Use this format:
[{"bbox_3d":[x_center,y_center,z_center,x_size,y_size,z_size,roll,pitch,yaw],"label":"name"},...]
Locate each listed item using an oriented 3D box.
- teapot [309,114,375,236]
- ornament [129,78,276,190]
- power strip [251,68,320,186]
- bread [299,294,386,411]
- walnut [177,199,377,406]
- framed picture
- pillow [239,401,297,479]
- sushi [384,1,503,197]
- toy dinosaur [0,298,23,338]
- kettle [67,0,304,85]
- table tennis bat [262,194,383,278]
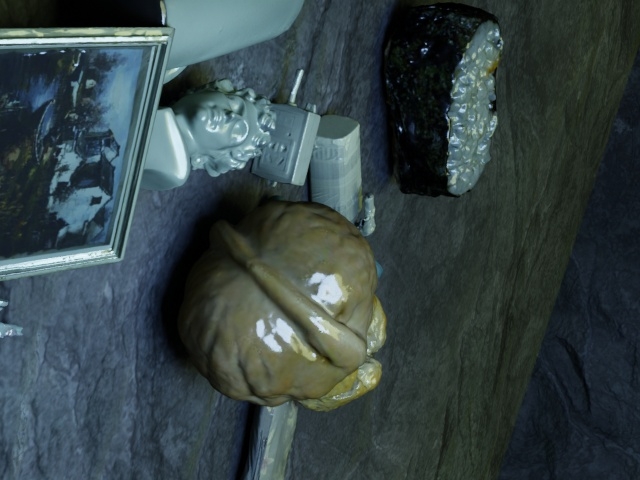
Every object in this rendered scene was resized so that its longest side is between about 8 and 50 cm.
[{"bbox_3d":[0.038,-0.091,1.780,0.077,0.107,0.200,-48,145,-45],"label":"teapot"},{"bbox_3d":[-0.179,-0.122,1.342,0.285,0.130,0.120,-20,116,-50],"label":"ornament"},{"bbox_3d":[-0.046,-0.161,1.617,0.042,0.075,0.175,4,100,-63],"label":"power strip"},{"bbox_3d":[0.030,0.159,1.812,0.244,0.134,0.244,7,90,-68],"label":"bread"},{"bbox_3d":[-0.054,0.084,1.540,0.296,0.285,0.285,-45,148,-6],"label":"walnut"},{"bbox_3d":[-0.270,-0.078,1.133,0.232,0.019,0.296,-10,131,-38],"label":"framed picture"},{"bbox_3d":[-0.085,0.345,1.854,0.169,0.059,0.255,-20,122,-65],"label":"pillow"},{"bbox_3d":[0.205,-0.244,1.941,0.211,0.171,0.350,-42,140,-43],"label":"sushi"},{"bbox_3d":[-0.381,0.095,1.163,0.209,0.039,0.082,22,87,-63],"label":"toy dinosaur"},{"bbox_3d":[-0.161,-0.259,1.265,0.255,0.165,0.240,-35,163,-49],"label":"kettle"},{"bbox_3d":[0.000,0.000,1.740,0.244,0.153,0.040,36,75,-40],"label":"table tennis bat"}]
